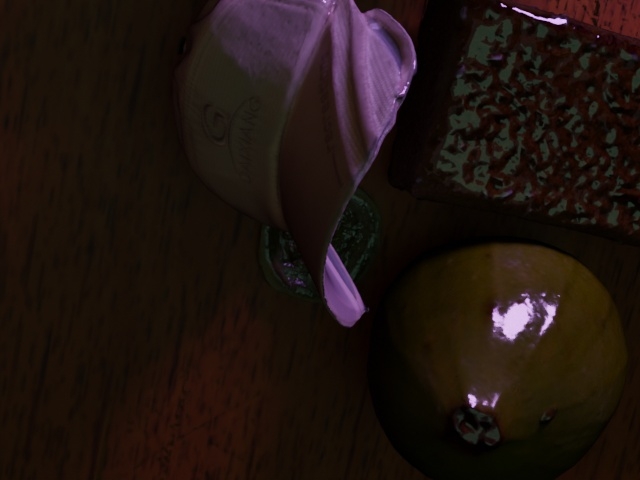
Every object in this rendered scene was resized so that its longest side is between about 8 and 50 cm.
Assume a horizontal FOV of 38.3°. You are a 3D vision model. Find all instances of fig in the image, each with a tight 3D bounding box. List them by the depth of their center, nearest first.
[{"bbox_3d":[0.133,0.103,0.692,0.203,0.225,0.202,2,105,10],"label":"fig"}]

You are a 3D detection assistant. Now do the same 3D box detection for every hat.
[{"bbox_3d":[-0.035,-0.058,0.579,0.164,0.226,0.219,10,127,1],"label":"hat"}]

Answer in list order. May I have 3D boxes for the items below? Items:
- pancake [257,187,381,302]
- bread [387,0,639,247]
[{"bbox_3d":[0.000,0.001,0.737,0.108,0.017,0.108,-2,101,-11],"label":"pancake"},{"bbox_3d":[0.263,-0.071,0.739,0.417,0.113,0.165,13,99,-16],"label":"bread"}]
